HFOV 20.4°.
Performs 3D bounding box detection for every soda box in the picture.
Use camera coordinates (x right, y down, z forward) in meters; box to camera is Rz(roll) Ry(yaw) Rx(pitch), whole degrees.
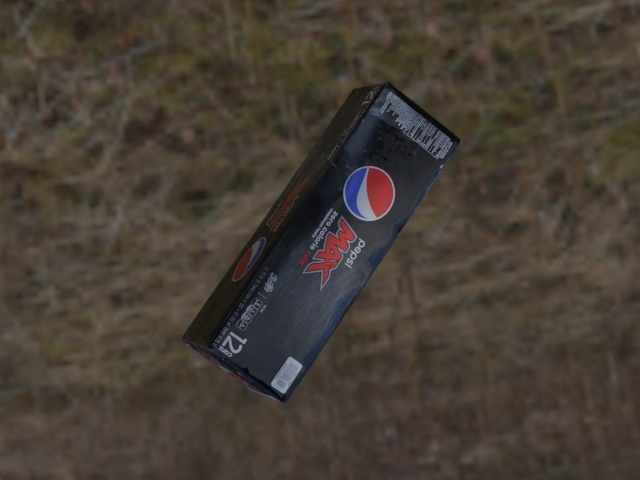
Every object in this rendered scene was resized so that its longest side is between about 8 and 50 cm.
[{"bbox_3d":[0.000,0.000,0.930,0.053,0.169,0.060,37,171,-15],"label":"soda box"}]
